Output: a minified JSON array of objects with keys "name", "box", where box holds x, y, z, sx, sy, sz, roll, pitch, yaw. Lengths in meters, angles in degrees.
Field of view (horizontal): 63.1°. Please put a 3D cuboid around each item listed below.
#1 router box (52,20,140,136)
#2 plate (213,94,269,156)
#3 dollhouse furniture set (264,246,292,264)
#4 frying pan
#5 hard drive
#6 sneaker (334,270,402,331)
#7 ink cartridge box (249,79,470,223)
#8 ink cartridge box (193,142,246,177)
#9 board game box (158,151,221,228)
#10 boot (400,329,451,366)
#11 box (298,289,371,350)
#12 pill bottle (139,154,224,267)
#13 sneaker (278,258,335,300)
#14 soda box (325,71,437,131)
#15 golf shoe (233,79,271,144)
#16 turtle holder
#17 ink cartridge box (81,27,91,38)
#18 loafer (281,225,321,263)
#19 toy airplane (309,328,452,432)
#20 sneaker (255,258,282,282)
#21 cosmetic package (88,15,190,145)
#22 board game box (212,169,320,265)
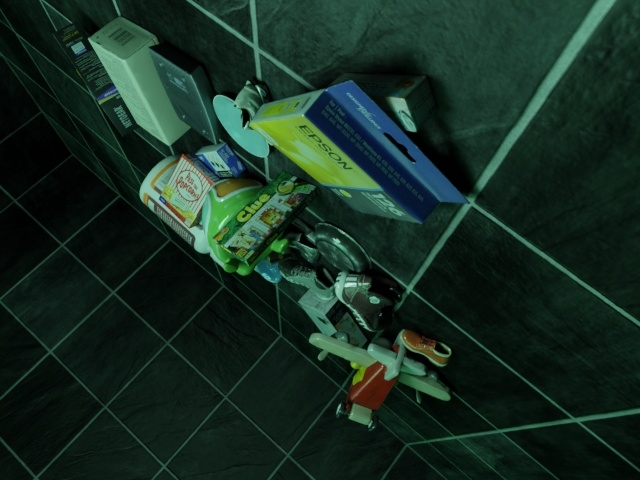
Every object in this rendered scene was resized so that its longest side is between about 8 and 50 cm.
[{"name":"router box","box":[-0.676,-0.483,1.609,0.243,0.081,0.309,56,169,-1]},{"name":"plate","box":[-0.189,-0.285,1.286,0.188,0.024,0.188,38,160,17]},{"name":"dollhouse furniture set","box":[-0.137,-0.011,1.756,0.144,0.123,0.151,28,121,37]},{"name":"frying pan","box":[0.005,-0.009,1.459,0.326,0.053,0.197,37,159,8]},{"name":"hard drive","box":[-0.334,-0.374,1.336,0.172,0.054,0.255,36,160,20]},{"name":"sneaker","box":[0.170,0.179,1.450,0.162,0.107,0.281,-4,148,38]},{"name":"ink cartridge box","box":[0.057,-0.140,0.921,0.303,0.072,0.307,38,171,-28]},{"name":"ink cartridge box","box":[-0.308,-0.240,1.581,0.097,0.046,0.207,54,159,-25]},{"name":"board game box","box":[-0.411,-0.157,1.647,0.146,0.045,0.193,42,119,8]},{"name":"boot","box":[0.305,0.298,1.502,0.157,0.059,0.085,29,155,14]},{"name":"box","box":[0.058,0.313,1.964,0.169,0.087,0.290,18,148,50]},{"name":"pill bottle","box":[-0.412,-0.098,1.817,0.392,0.224,0.224,41,161,8]},{"name":"sneaker","box":[-0.039,0.104,1.744,0.228,0.086,0.132,28,153,10]},{"name":"soda box","box":[0.090,-0.221,0.821,0.183,0.058,0.063,23,152,47]},{"name":"golf shoe","box":[-0.142,-0.263,1.147,0.069,0.086,0.176,27,157,33]},{"name":"turtle holder","box":[-0.228,-0.046,1.558,0.227,0.243,0.320,49,172,33]},{"name":"ink cartridge box","box":[-0.730,-0.625,1.623,0.048,0.028,0.083,45,161,-4]},{"name":"loafer","box":[-0.062,-0.005,1.593,0.170,0.062,0.061,36,138,11]},{"name":"toy airplane","box":[0.197,0.409,1.709,0.384,0.272,0.386,-15,119,23]},{"name":"sneaker","box":[-0.220,0.100,2.084,0.228,0.087,0.092,37,168,38]},{"name":"cosmetic package","box":[-0.475,-0.425,1.420,0.160,0.113,0.309,35,160,23]},{"name":"board game box","box":[-0.133,-0.062,1.286,0.136,0.260,0.030,27,155,38]}]
